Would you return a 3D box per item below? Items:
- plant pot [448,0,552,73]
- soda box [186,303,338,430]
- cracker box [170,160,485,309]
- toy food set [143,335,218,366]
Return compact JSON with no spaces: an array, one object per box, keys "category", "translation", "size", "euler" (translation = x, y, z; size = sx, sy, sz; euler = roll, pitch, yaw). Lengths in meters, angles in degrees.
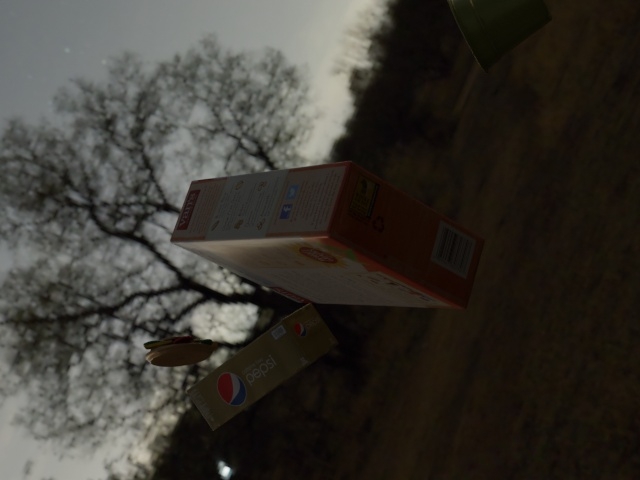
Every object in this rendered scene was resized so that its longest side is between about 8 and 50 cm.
[{"category":"plant pot","translation":[0.175,-0.215,1.016],"size":[0.079,0.083,0.083],"euler":[-27,11,16]},{"category":"soda box","translation":[-0.068,0.144,1.198],"size":[0.181,0.058,0.061],"euler":[-37,-5,35]},{"category":"cracker box","translation":[0.000,0.000,0.903],"size":[0.232,0.156,0.067],"euler":[-3,66,51]},{"category":"toy food set","translation":[-0.164,0.129,1.241],"size":[0.082,0.083,0.020],"euler":[60,-160,-69]}]
